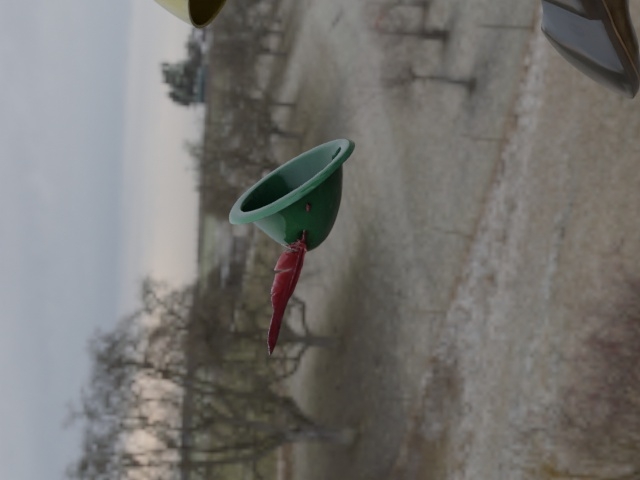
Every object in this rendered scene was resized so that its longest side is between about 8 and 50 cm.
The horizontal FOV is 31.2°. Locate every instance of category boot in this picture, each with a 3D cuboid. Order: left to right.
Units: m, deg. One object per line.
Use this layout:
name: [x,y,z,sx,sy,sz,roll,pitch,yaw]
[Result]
boot: [0.273,-0.235,1.097,0.115,0.112,0.305,-55,-30,-3]

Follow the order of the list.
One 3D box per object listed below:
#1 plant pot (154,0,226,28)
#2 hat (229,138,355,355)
plant pot: [-0.132,-0.272,1.042,0.134,0.095,0.134,22,-90,-82]
hat: [0.000,0.000,1.427,0.183,0.209,0.173,57,-139,-16]
